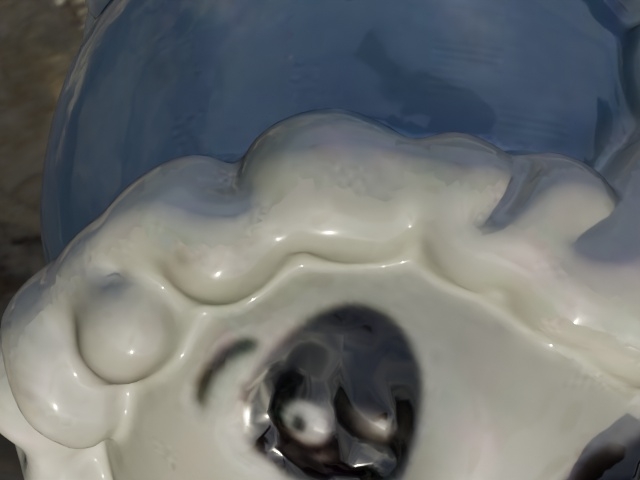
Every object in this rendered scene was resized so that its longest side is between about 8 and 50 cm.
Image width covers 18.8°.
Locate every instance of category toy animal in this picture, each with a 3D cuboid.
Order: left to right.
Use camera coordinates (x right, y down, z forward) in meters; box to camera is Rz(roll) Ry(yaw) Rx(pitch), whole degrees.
[{"bbox_3d":[0.000,0.000,0.502,0.156,0.208,0.204,21,52,-12],"label":"toy animal"}]
